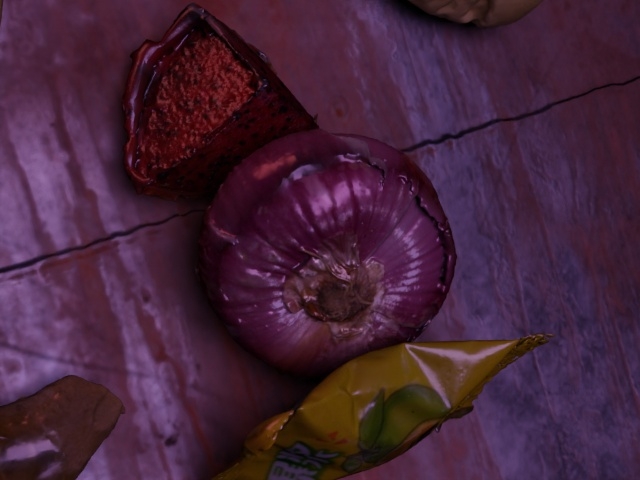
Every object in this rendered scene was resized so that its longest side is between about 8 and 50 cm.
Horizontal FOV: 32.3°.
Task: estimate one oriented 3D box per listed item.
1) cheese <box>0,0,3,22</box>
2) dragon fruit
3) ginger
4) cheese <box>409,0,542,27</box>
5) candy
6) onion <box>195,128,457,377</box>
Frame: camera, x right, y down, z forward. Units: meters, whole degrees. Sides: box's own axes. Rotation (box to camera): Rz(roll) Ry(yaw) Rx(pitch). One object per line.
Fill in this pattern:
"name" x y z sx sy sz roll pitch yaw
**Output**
"cheese" -0.348 -0.171 0.797 0.259 0.128 0.316 44 55 -38
"dragon fruit" -0.102 -0.106 0.970 0.161 0.120 0.127 -41 147 2
"ginger" -0.245 0.160 0.872 0.190 0.069 0.095 -4 92 -27
"cheese" 0.145 -0.329 1.088 0.214 0.117 0.226 15 74 -20
"candy" 0.046 0.149 0.960 0.297 0.187 0.081 -15 67 -29
"onion" 0.000 0.000 0.967 0.230 0.163 0.230 -7 127 -10
